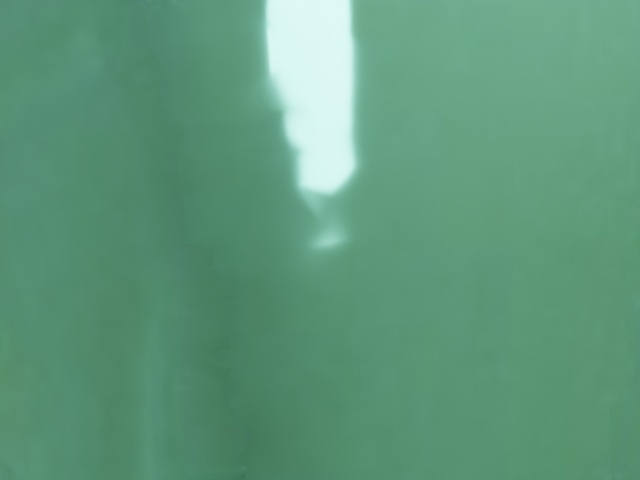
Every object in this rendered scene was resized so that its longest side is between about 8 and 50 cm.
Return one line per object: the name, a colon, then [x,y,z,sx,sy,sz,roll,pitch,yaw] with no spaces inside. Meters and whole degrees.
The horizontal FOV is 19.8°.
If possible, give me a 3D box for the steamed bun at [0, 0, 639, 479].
steamed bun: [-0.037,0.039,0.567,0.290,0.371,0.456,-3,11,-31]
